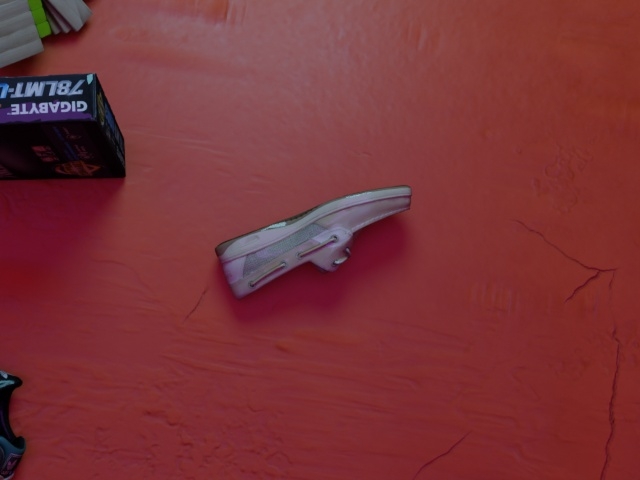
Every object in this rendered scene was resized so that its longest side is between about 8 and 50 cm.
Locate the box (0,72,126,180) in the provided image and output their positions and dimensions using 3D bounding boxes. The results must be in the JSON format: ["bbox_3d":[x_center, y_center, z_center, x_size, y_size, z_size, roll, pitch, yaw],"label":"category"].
[{"bbox_3d":[-0.427,-0.143,1.232,0.293,0.295,0.073,-4,81,-6],"label":"box"}]

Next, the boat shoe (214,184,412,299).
[{"bbox_3d":[0.000,0.000,1.349,0.302,0.109,0.098,-20,90,-1],"label":"boat shoe"}]

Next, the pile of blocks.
[{"bbox_3d":[-0.410,-0.409,1.377,0.112,0.149,0.362,20,67,41],"label":"pile of blocks"}]

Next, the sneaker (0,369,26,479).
[{"bbox_3d":[-0.475,0.325,1.263,0.121,0.108,0.302,0,81,-1],"label":"sneaker"}]
